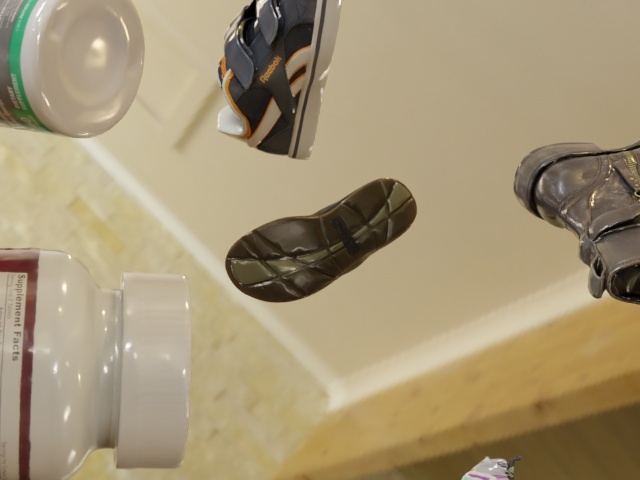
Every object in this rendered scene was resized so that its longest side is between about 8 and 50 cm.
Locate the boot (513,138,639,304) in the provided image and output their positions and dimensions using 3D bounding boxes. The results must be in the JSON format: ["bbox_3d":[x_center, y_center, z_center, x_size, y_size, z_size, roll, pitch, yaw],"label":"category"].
[{"bbox_3d":[0.300,-0.014,1.211,0.229,0.263,0.091,-126,-150,-61],"label":"boot"}]

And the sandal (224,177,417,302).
[{"bbox_3d":[0.000,0.000,1.576,0.090,0.219,0.060,60,-20,-1],"label":"sandal"}]

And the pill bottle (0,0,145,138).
[{"bbox_3d":[-0.419,-0.249,1.900,0.361,0.204,0.204,11,-38,35],"label":"pill bottle"}]

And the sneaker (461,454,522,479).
[{"bbox_3d":[0.222,0.284,1.759,0.098,0.069,0.038,29,-26,35],"label":"sneaker"}]

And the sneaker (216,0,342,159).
[{"bbox_3d":[-0.049,-0.223,1.697,0.127,0.126,0.321,8,-47,-6],"label":"sneaker"}]

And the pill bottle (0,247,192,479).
[{"bbox_3d":[-0.179,0.063,0.748,0.221,0.121,0.121,2,-21,-9],"label":"pill bottle"}]
